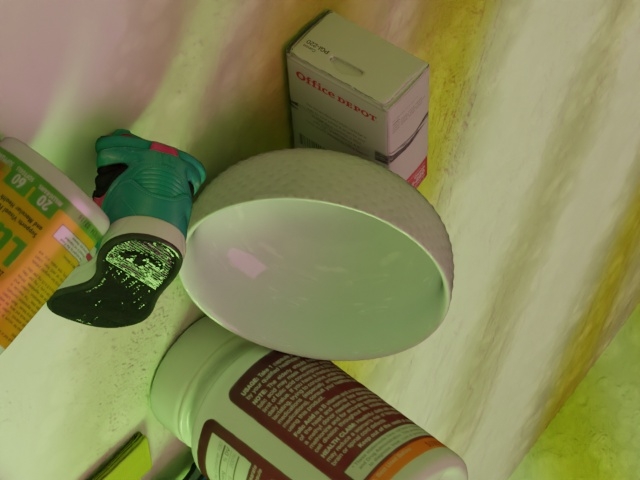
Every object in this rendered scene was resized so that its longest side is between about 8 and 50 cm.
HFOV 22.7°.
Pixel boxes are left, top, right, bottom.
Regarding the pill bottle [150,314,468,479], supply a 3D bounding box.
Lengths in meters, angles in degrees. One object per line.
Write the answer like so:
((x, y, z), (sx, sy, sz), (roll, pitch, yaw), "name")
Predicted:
((-0.023, 0.266, 2.067), (0.224, 0.392, 0.224), (-36, 145, -30), "pill bottle")

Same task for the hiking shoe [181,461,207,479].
((-0.137, 0.365, 2.286), (0.304, 0.132, 0.113), (-38, 148, -22), "hiking shoe")

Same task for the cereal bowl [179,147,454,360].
((0.000, 0.000, 1.937), (0.339, 0.338, 0.141), (87, 11, -53), "cereal bowl")

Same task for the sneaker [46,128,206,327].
((-0.211, -0.025, 1.724), (0.295, 0.123, 0.178), (-37, -143, 56), "sneaker")

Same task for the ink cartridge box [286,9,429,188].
((0.047, -0.154, 1.960), (0.092, 0.158, 0.218), (-47, 155, -25), "ink cartridge box")

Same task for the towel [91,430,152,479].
((-0.315, 0.358, 2.129), (0.237, 0.021, 0.102), (-43, 158, -25), "towel")

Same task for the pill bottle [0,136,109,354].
((-0.332, 0.032, 1.547), (0.246, 0.136, 0.136), (-51, 155, -10), "pill bottle")
